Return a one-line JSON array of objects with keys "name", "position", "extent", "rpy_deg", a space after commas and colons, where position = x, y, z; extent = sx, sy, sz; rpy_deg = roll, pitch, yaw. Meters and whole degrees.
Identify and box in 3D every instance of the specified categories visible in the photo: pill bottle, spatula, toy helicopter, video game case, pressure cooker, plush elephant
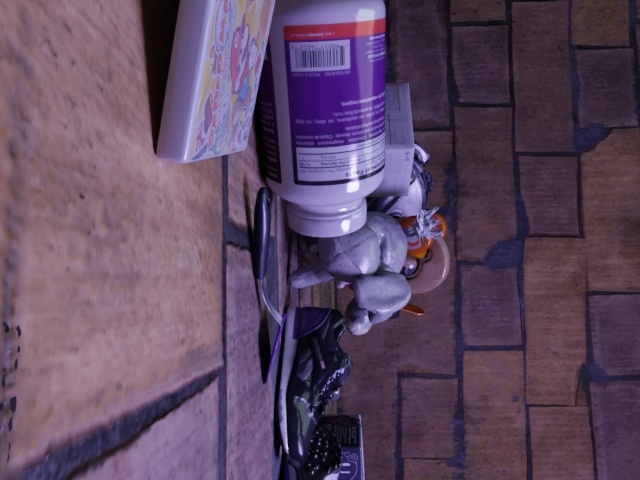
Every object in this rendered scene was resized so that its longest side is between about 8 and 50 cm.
[{"name": "pill bottle", "position": [0.002, -0.176, 0.743], "extent": [0.181, 0.181, 0.323], "rpy_deg": [-83, 171, -63]}, {"name": "spatula", "position": [-0.070, 0.068, 0.702], "extent": [0.084, 0.030, 0.297], "rpy_deg": [-78, 167, -62]}, {"name": "toy helicopter", "position": [0.121, 0.054, 1.210], "extent": [0.140, 0.354, 0.235], "rpy_deg": [-18, 107, -62]}, {"name": "video game case", "position": [-0.071, -0.183, 0.433], "extent": [0.206, 0.026, 0.227], "rpy_deg": [-72, 176, -77]}, {"name": "pressure cooker", "position": [0.170, -0.180, 1.724], "extent": [0.420, 0.375, 0.370], "rpy_deg": [-85, 175, -62]}, {"name": "plush elephant", "position": [0.057, 0.035, 1.018], "extent": [0.255, 0.330, 0.272], "rpy_deg": [-5, 66, -52]}]

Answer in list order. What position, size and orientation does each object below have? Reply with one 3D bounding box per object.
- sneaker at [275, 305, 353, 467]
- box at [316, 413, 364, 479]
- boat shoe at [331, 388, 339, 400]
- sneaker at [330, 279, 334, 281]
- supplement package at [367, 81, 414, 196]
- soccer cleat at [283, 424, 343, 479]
[{"name": "sneaker", "position": [-0.006, 0.236, 0.894], "extent": [0.107, 0.124, 0.284], "rpy_deg": [82, 8, -54]}, {"name": "box", "position": [0.025, 0.517, 1.103], "extent": [0.163, 0.142, 0.248], "rpy_deg": [-52, 141, -83]}, {"name": "boat shoe", "position": [0.000, 0.260, 1.159], "extent": [0.335, 0.095, 0.112], "rpy_deg": [-78, 166, -72]}, {"name": "sneaker", "position": [0.000, 0.000, 1.433], "extent": [0.267, 0.101, 0.106], "rpy_deg": [83, -15, -45]}, {"name": "supplement package", "position": [0.080, -0.234, 1.250], "extent": [0.199, 0.262, 0.198], "rpy_deg": [81, 8, -63]}, {"name": "soccer cleat", "position": [-0.026, 0.437, 0.871], "extent": [0.318, 0.108, 0.117], "rpy_deg": [-87, -163, -71]}]
